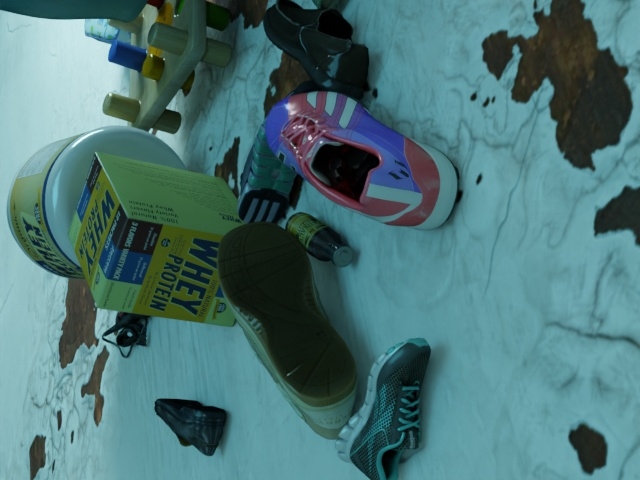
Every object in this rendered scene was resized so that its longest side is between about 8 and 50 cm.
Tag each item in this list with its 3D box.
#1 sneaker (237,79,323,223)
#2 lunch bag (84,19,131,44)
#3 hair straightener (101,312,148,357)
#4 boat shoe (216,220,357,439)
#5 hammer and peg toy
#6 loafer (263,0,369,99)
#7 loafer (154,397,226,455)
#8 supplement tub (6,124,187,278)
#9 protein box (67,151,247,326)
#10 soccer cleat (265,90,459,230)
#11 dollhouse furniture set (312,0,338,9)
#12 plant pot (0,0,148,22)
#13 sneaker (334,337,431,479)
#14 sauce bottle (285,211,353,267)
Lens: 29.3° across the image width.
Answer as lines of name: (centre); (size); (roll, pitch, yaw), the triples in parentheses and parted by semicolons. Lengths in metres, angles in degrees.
sneaker: (-0.056, -0.127, 1.549); (0.224, 0.083, 0.098); (-59, 29, 33)
lunch bag: (-0.341, -0.429, 2.167); (0.219, 0.090, 0.176); (25, 103, 61)
hair straightener: (-0.298, 0.130, 1.928); (0.230, 0.047, 0.089); (-38, 48, 51)
boat shoe: (-0.039, 0.098, 1.403); (0.098, 0.109, 0.302); (81, 163, -45)
hammer and peg toy: (-0.242, -0.359, 1.925); (0.266, 0.127, 0.361); (-45, 40, 46)
loafer: (0.005, -0.248, 1.495); (0.220, 0.080, 0.078); (49, 119, 44)
loafer: (-0.185, 0.250, 1.667); (0.170, 0.062, 0.061); (3, 88, 63)
supplement tub: (-0.353, -0.053, 1.906); (0.316, 0.228, 0.228); (-3, 77, 61)
protein box: (-0.212, -0.002, 1.659); (0.201, 0.199, 0.136); (53, 126, 54)
soccer cleat: (0.013, -0.098, 1.326); (0.318, 0.116, 0.109); (34, 110, 49)
dollhouse furniture set: (-0.011, -0.446, 1.457); (0.301, 0.151, 0.197); (-53, 53, 37)
plant pot: (-0.371, -0.438, 1.783); (0.271, 0.255, 0.272); (-37, 46, 51)
sneaker: (0.079, 0.174, 1.229); (0.076, 0.065, 0.166); (44, 123, 39)
sauce bottle: (0.000, 0.000, 1.440); (0.128, 0.042, 0.042); (29, 106, 59)
